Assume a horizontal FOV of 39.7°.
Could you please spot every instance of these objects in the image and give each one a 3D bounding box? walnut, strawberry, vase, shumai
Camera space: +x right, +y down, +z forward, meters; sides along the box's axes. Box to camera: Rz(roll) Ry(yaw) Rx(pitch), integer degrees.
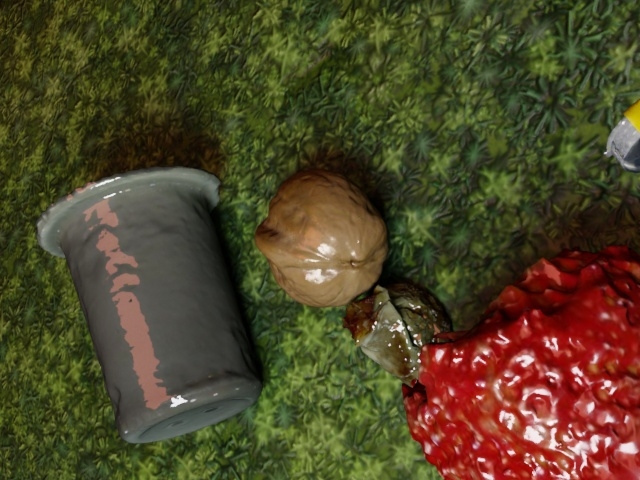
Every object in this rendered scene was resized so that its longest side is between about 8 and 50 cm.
[{"bbox_3d":[0.000,0.000,0.995,0.166,0.149,0.167,23,117,58],"label":"walnut"},{"bbox_3d":[0.207,0.143,0.741,0.258,0.261,0.261,47,112,14],"label":"strawberry"},{"bbox_3d":[-0.203,0.087,1.096,0.245,0.245,0.291,-31,68,31],"label":"vase"},{"bbox_3d":[0.075,0.095,0.952,0.123,0.087,0.099,38,104,36],"label":"shumai"}]

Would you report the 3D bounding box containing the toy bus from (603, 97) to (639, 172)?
[{"bbox_3d":[0.333,-0.031,0.607,0.152,0.330,0.144,-43,58,22],"label":"toy bus"}]
